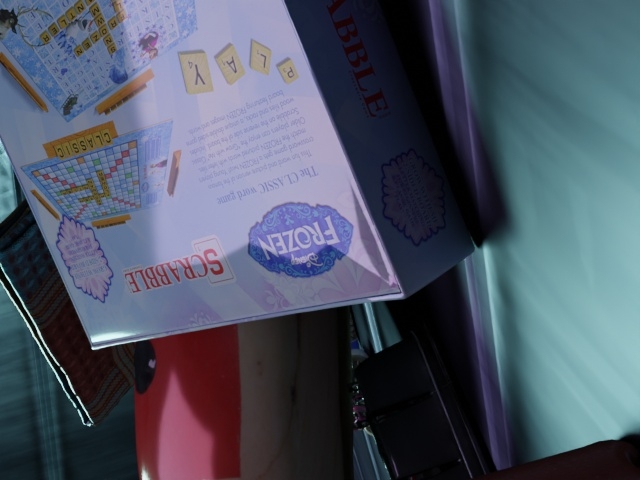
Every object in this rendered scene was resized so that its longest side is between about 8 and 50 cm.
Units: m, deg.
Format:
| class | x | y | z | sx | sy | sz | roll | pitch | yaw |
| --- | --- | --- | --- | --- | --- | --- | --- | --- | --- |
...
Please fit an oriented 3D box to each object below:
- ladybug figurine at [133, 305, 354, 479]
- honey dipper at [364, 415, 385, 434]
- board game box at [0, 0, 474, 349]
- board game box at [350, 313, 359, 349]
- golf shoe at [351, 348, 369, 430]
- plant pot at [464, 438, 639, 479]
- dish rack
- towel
| class | x | y | z | sx | sy | sz | roll | pitch | yaw |
| --- | --- | --- | --- | --- | --- | --- | --- | --- | --- |
| ladybug figurine | -0.059 | 0.086 | 0.871 | 0.305 | 0.161 | 0.450 | 77 | -169 | -66 |
| honey dipper | 0.077 | 0.261 | 1.467 | 0.161 | 0.030 | 0.031 | 72 | 177 | -76 |
| board game box | -0.098 | -0.103 | 0.612 | 0.318 | 0.066 | 0.318 | -13 | 102 | 49 |
| board game box | -0.070 | -0.001 | 1.348 | 0.291 | 0.141 | 0.232 | 75 | 173 | -46 |
| golf shoe | 0.033 | 0.174 | 1.329 | 0.186 | 0.067 | 0.086 | 94 | 172 | -59 |
| plant pot | 0.028 | 0.211 | 0.373 | 0.272 | 0.265 | 0.273 | 160 | 90 | -86 |
| dish rack | 0.089 | 0.201 | 0.837 | 0.271 | 0.074 | 0.208 | 77 | 173 | -69 |
| towel | -0.133 | -0.031 | 0.982 | 0.040 | 0.370 | 0.271 | 21 | 146 | 28 |
